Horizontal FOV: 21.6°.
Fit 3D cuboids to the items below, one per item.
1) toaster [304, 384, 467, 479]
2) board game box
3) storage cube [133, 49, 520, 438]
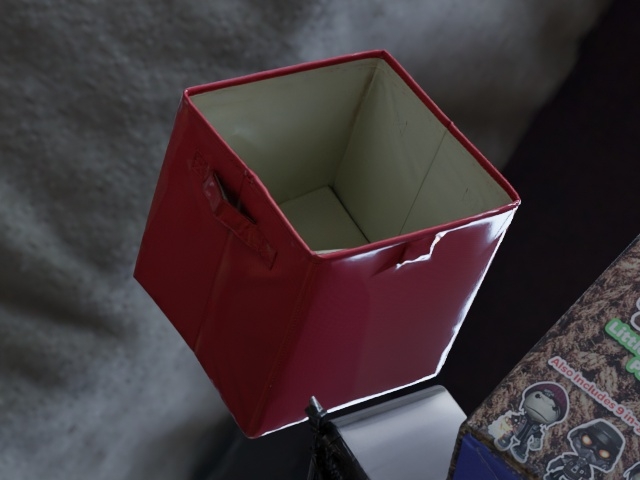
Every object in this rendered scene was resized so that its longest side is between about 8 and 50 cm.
[{"bbox_3d":[0.064,0.210,1.192,0.110,0.168,0.185,-19,146,-22],"label":"toaster"},{"bbox_3d":[0.213,0.090,0.941,0.291,0.141,0.232,-43,161,-22],"label":"board game box"},{"bbox_3d":[0.000,0.000,1.242,0.215,0.183,0.193,-15,142,-35],"label":"storage cube"}]
